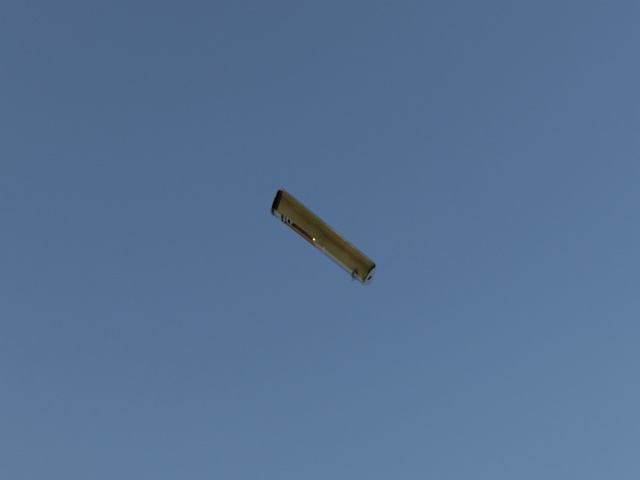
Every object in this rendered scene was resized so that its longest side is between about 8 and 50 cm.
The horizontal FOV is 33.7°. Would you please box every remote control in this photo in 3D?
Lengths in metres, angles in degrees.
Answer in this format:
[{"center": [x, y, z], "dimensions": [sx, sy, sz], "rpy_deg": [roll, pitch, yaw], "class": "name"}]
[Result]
[{"center": [0.000, 0.000, 0.742], "dimensions": [0.091, 0.016, 0.034], "rpy_deg": [38, -26, 17], "class": "remote control"}]
